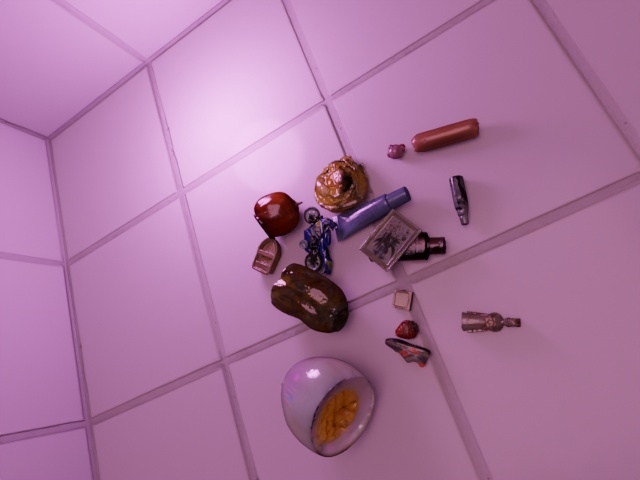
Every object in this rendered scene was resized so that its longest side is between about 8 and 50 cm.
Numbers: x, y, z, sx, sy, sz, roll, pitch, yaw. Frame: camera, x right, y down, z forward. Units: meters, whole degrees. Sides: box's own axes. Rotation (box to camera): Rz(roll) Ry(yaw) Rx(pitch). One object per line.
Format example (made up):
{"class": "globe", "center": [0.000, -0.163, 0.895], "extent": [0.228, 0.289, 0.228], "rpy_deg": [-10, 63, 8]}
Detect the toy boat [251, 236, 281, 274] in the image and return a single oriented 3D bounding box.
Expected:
{"class": "toy boat", "center": [-0.255, 0.071, 2.243], "extent": [0.116, 0.061, 0.188], "rpy_deg": [21, 89, 29]}

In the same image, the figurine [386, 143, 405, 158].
{"class": "figurine", "center": [0.340, -0.400, 2.045], "extent": [0.083, 0.071, 0.067], "rpy_deg": [-15, 115, 31]}

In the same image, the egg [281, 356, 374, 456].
{"class": "egg", "center": [-0.008, 0.638, 1.860], "extent": [0.339, 0.354, 0.355], "rpy_deg": [20, 89, 48]}

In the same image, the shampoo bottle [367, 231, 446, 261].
{"class": "shampoo bottle", "center": [0.365, 0.026, 1.937], "extent": [0.322, 0.084, 0.129], "rpy_deg": [-4, 75, 24]}

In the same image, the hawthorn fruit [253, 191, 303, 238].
{"class": "hawthorn fruit", "center": [-0.197, -0.135, 2.180], "extent": [0.249, 0.215, 0.215], "rpy_deg": [-25, 70, 21]}

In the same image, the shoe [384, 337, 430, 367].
{"class": "shoe", "center": [0.350, 0.458, 1.863], "extent": [0.194, 0.074, 0.077], "rpy_deg": [14, 91, 26]}

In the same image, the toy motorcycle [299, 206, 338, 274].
{"class": "toy motorcycle", "center": [0.000, 0.000, 2.100], "extent": [0.168, 0.113, 0.316], "rpy_deg": [0, 93, 22]}

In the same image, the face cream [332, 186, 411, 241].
{"class": "face cream", "center": [0.222, -0.127, 2.039], "extent": [0.385, 0.086, 0.136], "rpy_deg": [-27, 59, 26]}

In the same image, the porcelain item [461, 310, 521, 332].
{"class": "porcelain item", "center": [0.655, 0.315, 1.750], "extent": [0.213, 0.054, 0.084], "rpy_deg": [-3, 80, 25]}

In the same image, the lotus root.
{"class": "lotus root", "center": [-0.036, 0.265, 2.000], "extent": [0.346, 0.250, 0.251], "rpy_deg": [29, 93, 28]}

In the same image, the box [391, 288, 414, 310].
{"class": "box", "center": [0.348, 0.249, 1.924], "extent": [0.079, 0.035, 0.083], "rpy_deg": [8, 82, 27]}

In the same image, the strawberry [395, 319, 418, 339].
{"class": "strawberry", "center": [0.353, 0.370, 1.875], "extent": [0.096, 0.083, 0.083], "rpy_deg": [-20, 71, 30]}

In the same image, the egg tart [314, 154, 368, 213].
{"class": "egg tart", "center": [0.083, -0.273, 2.106], "extent": [0.296, 0.132, 0.297], "rpy_deg": [-12, 62, 23]}

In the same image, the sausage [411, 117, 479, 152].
{"class": "sausage", "center": [0.533, -0.448, 1.951], "extent": [0.288, 0.086, 0.086], "rpy_deg": [-12, 74, 22]}

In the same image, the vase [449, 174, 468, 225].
{"class": "vase", "center": [0.580, -0.163, 1.882], "extent": [0.059, 0.060, 0.212], "rpy_deg": [-14, 74, 23]}

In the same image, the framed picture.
{"class": "framed picture", "center": [0.294, -0.003, 1.925], "extent": [0.173, 0.010, 0.231], "rpy_deg": [40, 92, 30]}
